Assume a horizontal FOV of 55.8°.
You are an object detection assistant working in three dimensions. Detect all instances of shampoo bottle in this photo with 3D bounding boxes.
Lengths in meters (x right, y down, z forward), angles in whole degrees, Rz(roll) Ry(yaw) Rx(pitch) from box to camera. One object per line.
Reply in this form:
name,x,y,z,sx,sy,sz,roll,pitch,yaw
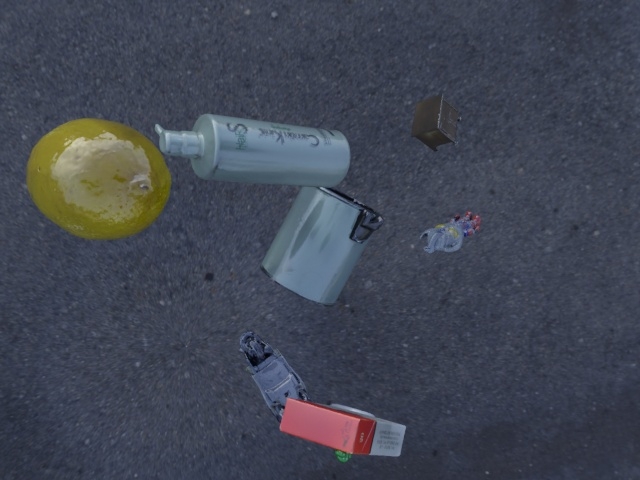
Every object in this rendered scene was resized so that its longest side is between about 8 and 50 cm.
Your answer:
shampoo bottle,-0.085,-0.118,0.806,0.262,0.085,0.085,0,79,-37

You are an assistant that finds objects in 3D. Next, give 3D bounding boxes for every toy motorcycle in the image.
toy motorcycle,-0.095,0.312,1.323,0.091,0.157,0.263,-34,88,-12

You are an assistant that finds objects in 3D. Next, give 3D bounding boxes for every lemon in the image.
lemon,-0.413,-0.113,1.134,0.263,0.236,0.236,40,74,17

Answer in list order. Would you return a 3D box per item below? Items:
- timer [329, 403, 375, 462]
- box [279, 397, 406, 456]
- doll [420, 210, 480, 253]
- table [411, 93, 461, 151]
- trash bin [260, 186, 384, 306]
timer,0.063,0.451,1.407,0.136,0.099,0.136,-6,61,10
box,0.032,0.233,0.751,0.100,0.152,0.048,5,72,30
doll,0.336,-0.017,1.563,0.194,0.062,0.104,-30,61,-27
table,0.247,-0.243,1.269,0.082,0.070,0.083,27,64,-37
trash bin,0.000,0.000,1.534,0.217,0.277,0.263,21,100,-39
